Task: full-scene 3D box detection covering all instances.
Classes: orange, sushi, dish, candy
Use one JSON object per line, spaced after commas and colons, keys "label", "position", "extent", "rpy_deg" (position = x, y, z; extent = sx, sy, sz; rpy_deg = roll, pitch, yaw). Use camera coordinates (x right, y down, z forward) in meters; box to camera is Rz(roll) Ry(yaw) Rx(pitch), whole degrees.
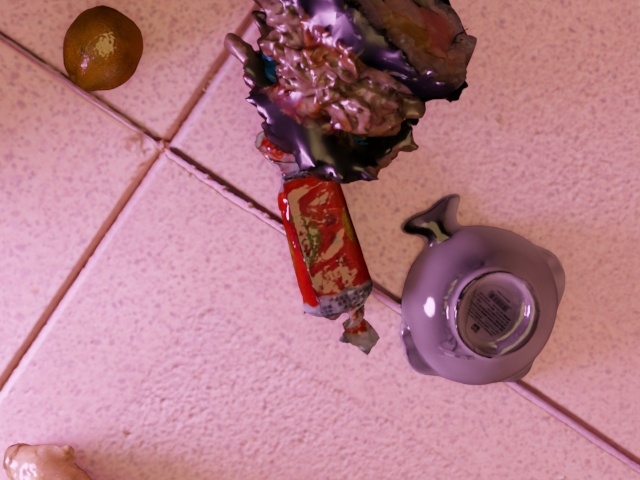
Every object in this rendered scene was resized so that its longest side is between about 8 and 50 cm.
{"label": "orange", "position": [-0.239, -0.208, 1.226], "extent": [0.085, 0.085, 0.095], "rpy_deg": [31, 87, -11]}
{"label": "sushi", "position": [0.032, -0.188, 1.220], "extent": [0.238, 0.225, 0.218], "rpy_deg": [48, 120, 24]}
{"label": "dish", "position": [0.192, 0.069, 1.329], "extent": [0.224, 0.078, 0.246], "rpy_deg": [-31, 99, -4]}
{"label": "candy", "position": [0.001, 0.000, 1.299], "extent": [0.086, 0.059, 0.292], "rpy_deg": [-19, 99, -11]}

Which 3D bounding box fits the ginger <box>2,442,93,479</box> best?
{"label": "ginger", "position": [-0.218, 0.409, 1.270], "extent": [0.363, 0.122, 0.348], "rpy_deg": [5, 103, 0]}
